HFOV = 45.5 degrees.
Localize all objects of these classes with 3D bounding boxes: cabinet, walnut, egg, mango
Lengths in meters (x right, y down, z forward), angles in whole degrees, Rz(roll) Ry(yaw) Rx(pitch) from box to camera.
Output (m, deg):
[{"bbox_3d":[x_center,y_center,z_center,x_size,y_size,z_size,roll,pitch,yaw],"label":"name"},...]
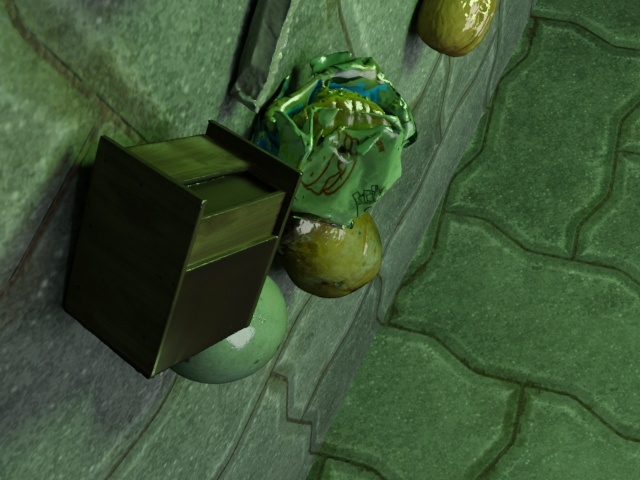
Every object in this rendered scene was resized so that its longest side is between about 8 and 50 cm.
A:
[{"bbox_3d":[-0.152,-0.002,0.830,0.175,0.148,0.215,-24,142,-54],"label":"cabinet"},{"bbox_3d":[0.297,-0.499,1.653,0.197,0.165,0.165,-61,164,4],"label":"walnut"},{"bbox_3d":[-0.135,0.110,1.049,0.169,0.169,0.236,-69,164,4],"label":"egg"},{"bbox_3d":[0.001,-0.006,1.377,0.329,0.176,0.176,49,39,-51],"label":"mango"}]

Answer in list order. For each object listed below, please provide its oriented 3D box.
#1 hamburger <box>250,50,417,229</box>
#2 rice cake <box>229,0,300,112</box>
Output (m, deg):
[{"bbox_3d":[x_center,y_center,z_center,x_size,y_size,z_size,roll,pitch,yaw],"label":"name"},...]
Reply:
[{"bbox_3d":[0.034,-0.141,1.149,0.260,0.150,0.276,35,93,-32],"label":"hamburger"},{"bbox_3d":[-0.057,-0.297,0.972,0.049,0.055,0.270,-51,159,-73],"label":"rice cake"}]
